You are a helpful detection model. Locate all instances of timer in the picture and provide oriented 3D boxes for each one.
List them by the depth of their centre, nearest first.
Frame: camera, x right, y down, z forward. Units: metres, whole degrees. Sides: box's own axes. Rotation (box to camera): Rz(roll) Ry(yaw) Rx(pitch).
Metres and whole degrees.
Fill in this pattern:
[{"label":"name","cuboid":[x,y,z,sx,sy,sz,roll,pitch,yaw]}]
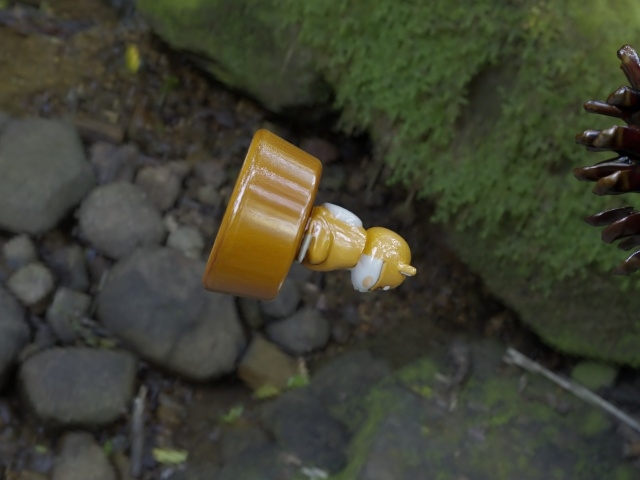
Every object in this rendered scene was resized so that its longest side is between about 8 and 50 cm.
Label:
[{"label":"timer","cuboid":[0.000,0.000,1.099,0.152,0.132,0.132,20,34,-4]}]

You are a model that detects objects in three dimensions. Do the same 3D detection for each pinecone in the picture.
[{"label":"pinecone","cuboid":[0.354,-0.071,1.309,0.264,0.264,0.264,16,35,-12]}]
